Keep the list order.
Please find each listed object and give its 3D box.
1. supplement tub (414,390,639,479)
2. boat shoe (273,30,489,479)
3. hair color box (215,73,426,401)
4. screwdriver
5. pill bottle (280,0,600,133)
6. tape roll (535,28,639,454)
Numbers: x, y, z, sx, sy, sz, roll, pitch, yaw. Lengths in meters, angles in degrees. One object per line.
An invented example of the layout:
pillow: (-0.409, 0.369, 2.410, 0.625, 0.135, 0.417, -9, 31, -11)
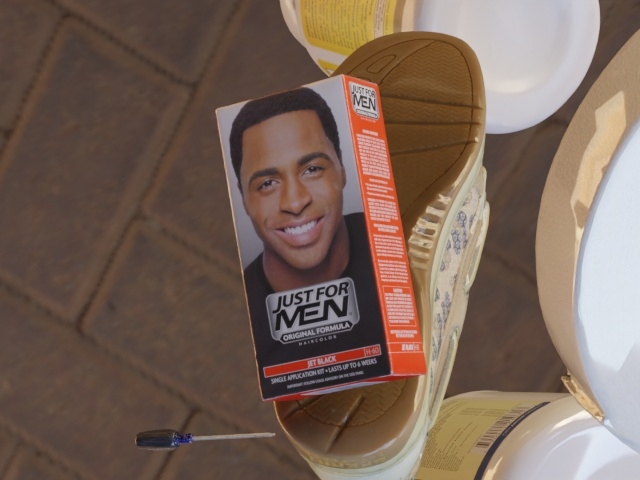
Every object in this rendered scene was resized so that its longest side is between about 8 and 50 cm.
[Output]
supplement tub: (0.187, 0.255, 1.661, 0.235, 0.325, 0.235, 2, 85, -21)
boat shoe: (0.033, 0.010, 0.975, 0.105, 0.285, 0.089, 4, 145, 16)
hair color box: (0.000, 0.000, 0.851, 0.072, 0.043, 0.141, -14, 81, 25)
screwdriver: (-0.127, 0.211, 1.965, 0.170, 0.024, 0.025, -10, 126, 27)
pill bottle: (0.093, -0.216, 1.674, 0.188, 0.334, 0.187, -7, 106, -25)
tape roll: (0.332, -0.009, 1.215, 0.392, 0.072, 0.392, -8, 118, -16)
